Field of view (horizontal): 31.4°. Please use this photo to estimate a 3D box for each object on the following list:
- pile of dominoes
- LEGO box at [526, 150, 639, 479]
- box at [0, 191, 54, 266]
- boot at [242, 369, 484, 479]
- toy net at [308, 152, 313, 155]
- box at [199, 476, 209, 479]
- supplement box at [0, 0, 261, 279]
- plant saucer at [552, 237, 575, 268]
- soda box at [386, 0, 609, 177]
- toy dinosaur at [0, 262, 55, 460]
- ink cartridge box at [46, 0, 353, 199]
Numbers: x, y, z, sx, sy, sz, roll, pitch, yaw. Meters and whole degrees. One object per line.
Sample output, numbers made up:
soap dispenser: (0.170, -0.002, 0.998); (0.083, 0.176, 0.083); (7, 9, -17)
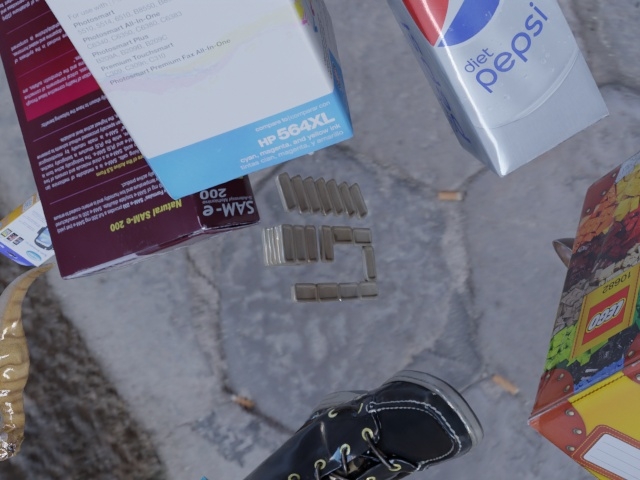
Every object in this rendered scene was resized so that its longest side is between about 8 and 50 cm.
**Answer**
pile of dominoes: (0.000, 0.000, 1.767); (0.040, 0.251, 0.196); (-10, 83, 34)
LEGO box: (0.484, 0.161, 1.171); (0.500, 0.372, 0.193); (38, 134, -13)
box: (-0.380, -0.019, 1.551); (0.136, 0.081, 0.028); (-32, 38, 22)
boot: (0.018, 0.306, 1.474); (0.138, 0.284, 0.377); (57, 150, -9)
toy net: (-0.039, -0.207, 1.330); (0.045, 0.122, 0.232); (-9, 80, 10)
box: (-0.128, 0.509, 1.962); (0.060, 0.244, 0.100); (-45, 36, 0)
supplement box: (-0.138, -0.106, 0.765); (0.130, 0.073, 0.239); (-17, 87, 31)
plant saucer: (0.381, 0.055, 1.537); (0.029, 0.168, 0.168); (-41, 76, 1)
soda box: (0.086, -0.191, 0.774); (0.091, 0.098, 0.286); (-30, 110, 1)
toy dinosaur: (-0.275, 0.087, 0.976); (0.112, 0.064, 0.211); (15, 115, 8)
ink cartridge box: (-0.054, -0.107, 0.481); (0.090, 0.143, 0.092); (-17, 46, 9)
